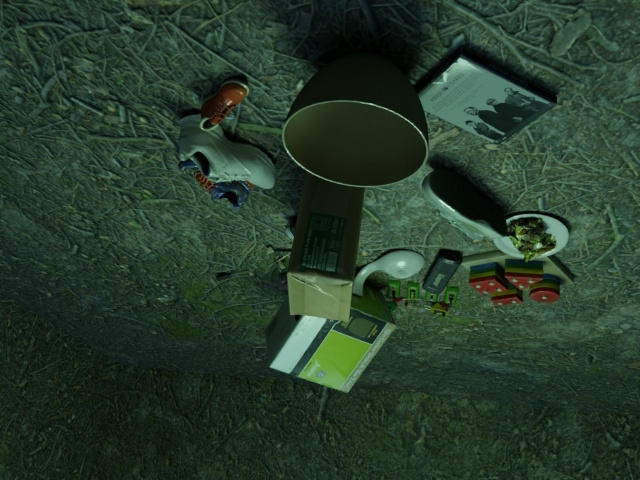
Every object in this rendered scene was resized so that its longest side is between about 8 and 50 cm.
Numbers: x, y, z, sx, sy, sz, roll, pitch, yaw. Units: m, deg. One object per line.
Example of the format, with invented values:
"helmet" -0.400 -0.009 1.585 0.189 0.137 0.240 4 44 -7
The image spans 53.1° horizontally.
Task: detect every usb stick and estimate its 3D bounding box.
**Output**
"usb stick" 0.391 0.107 2.071 0.077 0.045 0.278 10 154 1

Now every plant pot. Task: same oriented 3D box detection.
"plant pot" 0.081 -0.262 1.276 0.284 0.191 0.284 9 154 4

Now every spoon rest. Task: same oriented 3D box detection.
"spoon rest" 0.216 0.096 2.100 0.276 0.084 0.137 -29 137 34

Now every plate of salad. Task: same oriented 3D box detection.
"plate of salad" 0.576 -0.002 1.757 0.200 0.048 0.200 9 145 6

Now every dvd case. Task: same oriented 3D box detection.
"dvd case" 0.330 -0.289 1.314 0.239 0.029 0.179 21 152 -20

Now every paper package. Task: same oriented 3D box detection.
"paper package" 0.018 0.016 1.710 0.168 0.324 0.309 8 153 4

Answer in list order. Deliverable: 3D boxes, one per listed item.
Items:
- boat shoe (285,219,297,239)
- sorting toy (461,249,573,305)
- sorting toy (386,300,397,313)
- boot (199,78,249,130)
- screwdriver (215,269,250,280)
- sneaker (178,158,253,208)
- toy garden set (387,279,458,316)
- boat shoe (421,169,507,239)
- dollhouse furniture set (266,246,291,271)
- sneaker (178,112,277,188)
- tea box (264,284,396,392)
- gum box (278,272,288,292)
"boat shoe" 0.000 0.000 1.963 0.228 0.080 0.076 35 155 -27
"sorting toy" 0.608 0.122 1.973 0.255 0.089 0.257 -14 145 40
"sorting toy" 0.161 0.279 2.398 0.274 0.132 0.046 5 -179 31
"boot" -0.216 -0.300 1.430 0.059 0.084 0.158 30 146 -32
"screwdriver" -0.325 0.128 2.405 0.170 0.024 0.025 -11 146 28
"sneaker" -0.282 -0.159 1.732 0.221 0.087 0.083 24 150 -27
"toy garden set" 0.363 0.217 2.299 0.244 0.049 0.204 6 154 9
"boat shoe" 0.357 -0.078 1.637 0.320 0.118 0.103 23 147 -39
"dollhouse furniture set" -0.123 0.049 2.184 0.081 0.091 0.114 -34 174 0
"sneaker" -0.237 -0.193 1.601 0.297 0.129 0.111 27 147 -33
"tea box" 0.028 0.305 2.231 0.323 0.220 0.329 25 112 -21
"gum box" -0.051 0.169 2.337 0.188 0.062 0.107 25 150 -28
